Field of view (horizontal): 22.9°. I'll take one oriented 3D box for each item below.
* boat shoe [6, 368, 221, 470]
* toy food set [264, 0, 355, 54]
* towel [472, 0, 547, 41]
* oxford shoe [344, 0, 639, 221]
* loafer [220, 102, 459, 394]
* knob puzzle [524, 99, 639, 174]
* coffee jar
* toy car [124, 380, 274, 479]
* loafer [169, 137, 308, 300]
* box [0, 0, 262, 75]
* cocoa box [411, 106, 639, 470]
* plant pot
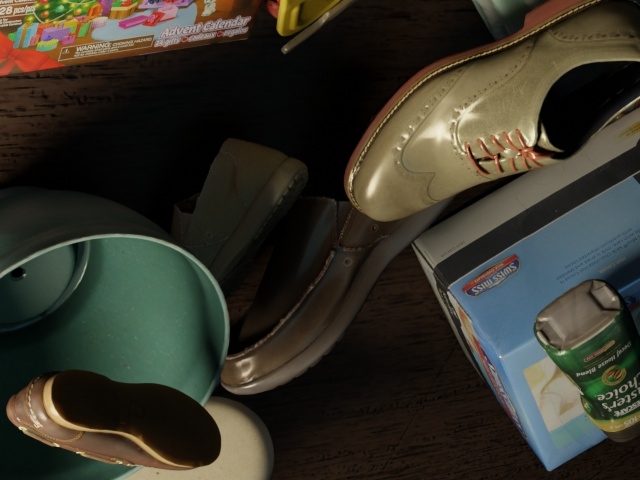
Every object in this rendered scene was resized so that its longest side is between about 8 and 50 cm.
[{"bbox_3d":[-0.182,0.162,1.410,0.073,0.073,0.207,-24,143,37],"label":"boat shoe"},{"bbox_3d":[-0.010,-0.256,1.461,0.128,0.071,0.218,-40,175,-9],"label":"toy food set"},{"bbox_3d":[0.253,-0.385,1.564,0.320,0.090,0.374,-39,135,-3],"label":"towel"},{"bbox_3d":[0.169,-0.113,1.507,0.348,0.130,0.123,-37,126,20],"label":"oxford shoe"},{"bbox_3d":[0.000,0.000,1.664,0.130,0.134,0.366,43,83,-21],"label":"loafer"},{"bbox_3d":[0.306,-0.167,1.798,0.213,0.030,0.213,-17,129,-23],"label":"knob puzzle"},{"bbox_3d":[0.299,0.129,1.640,0.096,0.079,0.184,-36,130,3],"label":"coffee jar"},{"bbox_3d":[-0.158,0.279,1.727,0.210,0.219,0.238,-26,161,-18],"label":"toy car"},{"bbox_3d":[-0.113,-0.001,1.594,0.268,0.092,0.102,-52,170,27],"label":"loafer"},{"bbox_3d":[-0.164,-0.245,1.344,0.293,0.057,0.201,-14,144,-35],"label":"box"},{"bbox_3d":[0.327,0.047,1.799,0.347,0.228,0.231,-30,133,-3],"label":"cocoa box"},{"bbox_3d":[-0.257,0.069,1.470,0.293,0.196,0.293,-18,130,-22],"label":"plant pot"}]
